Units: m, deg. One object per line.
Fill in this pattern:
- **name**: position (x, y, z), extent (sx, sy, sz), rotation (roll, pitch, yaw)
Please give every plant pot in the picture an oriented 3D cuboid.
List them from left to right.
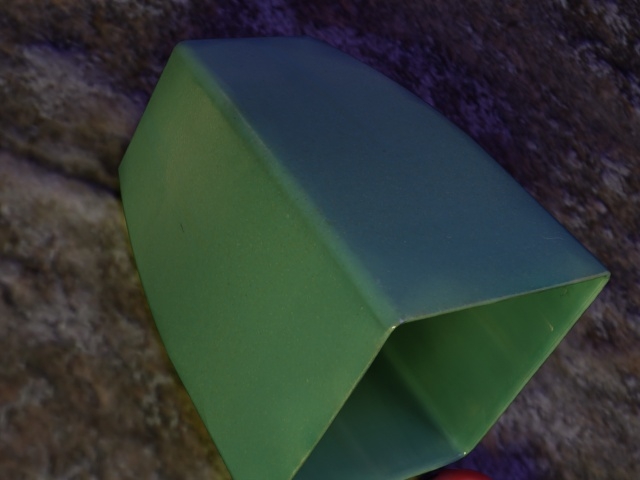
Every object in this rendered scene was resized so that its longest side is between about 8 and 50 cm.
- **plant pot**: position (0.000, 0.000, 0.783), extent (0.165, 0.165, 0.234), rotation (-9, 52, -41)

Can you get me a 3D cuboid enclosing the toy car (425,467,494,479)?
- **toy car**: position (0.175, 0.233, 0.794), extent (0.225, 0.053, 0.239), rotation (8, 52, -32)
